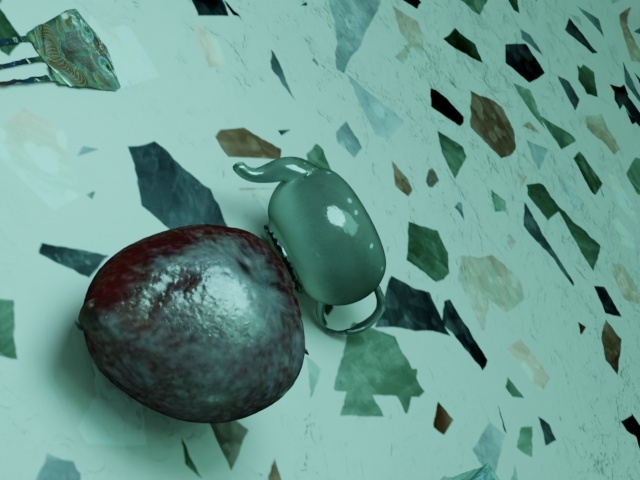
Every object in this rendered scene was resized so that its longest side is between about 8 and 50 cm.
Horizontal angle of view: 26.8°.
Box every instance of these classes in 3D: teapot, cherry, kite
[{"bbox_3d":[0.000,0.000,1.788,0.294,0.129,0.193,65,-8,-21],"label":"teapot"},{"bbox_3d":[-0.142,0.092,1.513,0.300,0.203,0.230,7,64,-37],"label":"cherry"},{"bbox_3d":[-0.349,-0.237,1.698,0.229,0.016,0.127,-16,72,-56],"label":"kite"}]

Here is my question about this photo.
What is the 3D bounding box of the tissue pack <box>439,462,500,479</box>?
[{"bbox_3d":[0.196,0.464,1.643,0.228,0.128,0.311,-32,89,-37],"label":"tissue pack"}]
